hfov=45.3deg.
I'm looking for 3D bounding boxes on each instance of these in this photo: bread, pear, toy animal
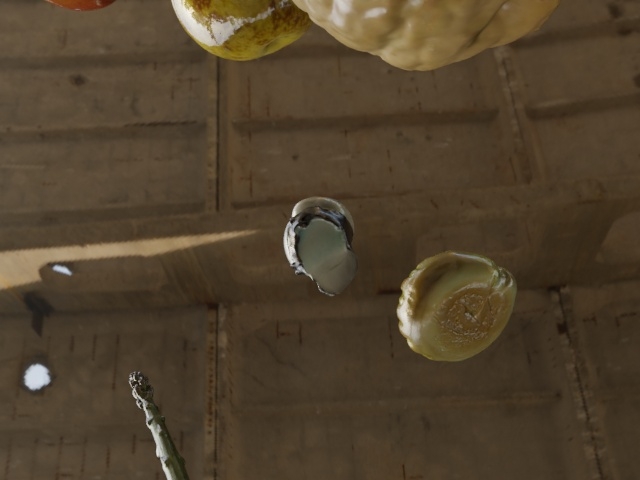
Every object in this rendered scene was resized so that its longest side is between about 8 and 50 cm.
[{"bbox_3d":[0.218,0.105,1.263,0.213,0.213,0.105,-30,-143,-12],"label":"bread"},{"bbox_3d":[-0.140,-0.467,1.397,0.281,0.281,0.281,-2,-120,4],"label":"pear"},{"bbox_3d":[0.000,0.000,1.502,0.138,0.166,0.179,-3,-159,1],"label":"toy animal"}]

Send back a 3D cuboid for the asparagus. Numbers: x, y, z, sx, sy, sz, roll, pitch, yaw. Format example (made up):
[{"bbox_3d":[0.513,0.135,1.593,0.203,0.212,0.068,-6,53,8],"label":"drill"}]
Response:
[{"bbox_3d":[-0.143,0.185,0.701,0.024,0.025,0.248,7,-163,-27],"label":"asparagus"}]

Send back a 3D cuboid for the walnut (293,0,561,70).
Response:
[{"bbox_3d":[0.072,-0.225,0.473,0.225,0.261,0.225,1,-98,-8],"label":"walnut"}]

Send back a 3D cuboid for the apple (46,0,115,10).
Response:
[{"bbox_3d":[-0.298,-0.360,0.940,0.158,0.147,0.156,35,-87,22],"label":"apple"}]
